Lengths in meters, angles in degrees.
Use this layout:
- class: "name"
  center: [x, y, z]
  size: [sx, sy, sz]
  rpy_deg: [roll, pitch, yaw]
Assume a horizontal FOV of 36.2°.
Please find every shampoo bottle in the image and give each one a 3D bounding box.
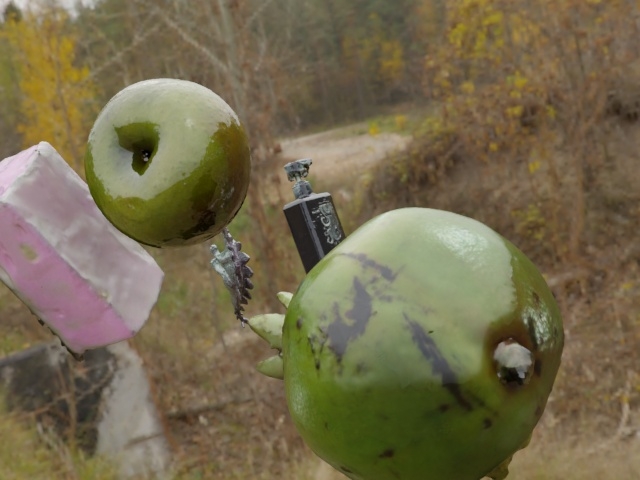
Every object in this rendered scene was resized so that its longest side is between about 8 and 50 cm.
- class: "shampoo bottle"
  center: [-0.001, 0.000, 1.819]
  size: [0.071, 0.310, 0.098]
  rpy_deg: [-24, -5, 43]

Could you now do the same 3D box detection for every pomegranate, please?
- class: "pomegranate"
  center: [0.064, 0.100, 0.902]
  size: [0.340, 0.261, 0.260]
  rpy_deg: [0, 16, 42]

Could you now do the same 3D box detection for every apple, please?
- class: "apple"
  center: [-0.168, -0.086, 1.105]
  size: [0.196, 0.196, 0.157]
  rpy_deg: [-11, -15, 18]

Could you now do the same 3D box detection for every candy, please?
- class: "candy"
  center: [-0.341, 0.015, 1.301]
  size: [0.115, 0.265, 0.155]
  rpy_deg: [-24, 29, 29]

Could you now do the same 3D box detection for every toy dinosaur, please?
- class: "toy dinosaur"
  center: [-0.125, 0.057, 1.435]
  size: [0.039, 0.209, 0.082]
  rpy_deg: [-26, 39, -20]
